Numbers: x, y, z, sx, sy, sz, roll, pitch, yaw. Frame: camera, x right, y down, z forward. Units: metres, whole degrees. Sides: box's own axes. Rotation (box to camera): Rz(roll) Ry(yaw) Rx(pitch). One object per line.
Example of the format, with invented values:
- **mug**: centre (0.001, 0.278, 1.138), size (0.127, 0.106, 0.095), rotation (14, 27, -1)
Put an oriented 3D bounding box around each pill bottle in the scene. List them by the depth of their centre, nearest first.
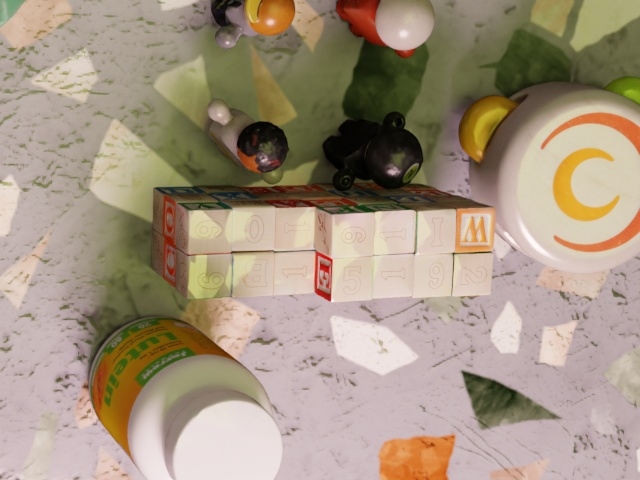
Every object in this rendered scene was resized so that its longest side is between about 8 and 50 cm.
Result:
- **pill bottle**: centre (-0.125, 0.162, 1.406), size (0.136, 0.245, 0.136), rotation (-5, 102, -22)

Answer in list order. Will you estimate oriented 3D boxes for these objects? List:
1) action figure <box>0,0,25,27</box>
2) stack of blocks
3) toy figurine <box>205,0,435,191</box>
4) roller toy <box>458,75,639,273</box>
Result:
- **action figure**: centre (-0.242, -0.281, 1.348), size (0.232, 0.063, 0.137), rotation (-37, 146, -9)
- **stack of blocks**: centre (0.000, 0.000, 1.466), size (0.297, 0.171, 0.087), rotation (-2, 101, -21)
- **toy figurine**: centre (-0.003, -0.154, 1.445), size (0.209, 0.148, 0.213), rotation (3, 100, -23)
- **roller toy**: centre (0.257, -0.068, 1.571), size (0.209, 0.146, 0.191), rotation (-11, 103, -9)
